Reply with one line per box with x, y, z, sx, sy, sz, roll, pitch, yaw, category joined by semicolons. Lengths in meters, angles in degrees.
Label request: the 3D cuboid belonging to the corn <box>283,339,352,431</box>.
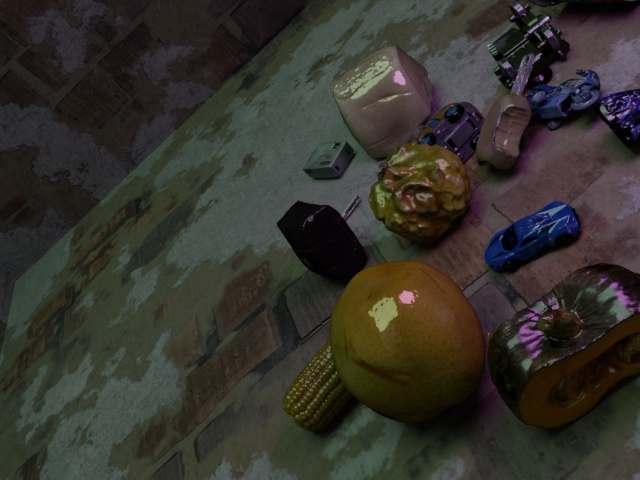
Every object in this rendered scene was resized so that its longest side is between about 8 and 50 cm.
0.057;0.274;1.560;0.344;0.131;0.131;-47;32;-5;corn

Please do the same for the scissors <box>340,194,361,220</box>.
0.059;-0.062;2.026;0.176;0.022;0.085;-52;29;-2;scissors

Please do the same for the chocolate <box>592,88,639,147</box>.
0.747;-0.310;1.420;0.343;0.126;0.148;-30;75;21;chocolate

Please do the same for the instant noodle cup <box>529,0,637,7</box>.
0.706;-0.744;1.774;0.340;0.340;0.266;-48;42;-2;instant noodle cup

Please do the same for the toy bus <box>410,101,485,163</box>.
0.328;-0.267;1.847;0.209;0.126;0.136;-47;23;0;toy bus

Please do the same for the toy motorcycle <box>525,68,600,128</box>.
0.581;-0.346;1.671;0.135;0.092;0.254;-46;21;-17;toy motorcycle

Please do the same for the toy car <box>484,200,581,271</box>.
0.442;-0.010;1.481;0.216;0.063;0.103;-29;36;25;toy car

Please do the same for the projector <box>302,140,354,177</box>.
0.027;-0.258;2.243;0.147;0.061;0.115;4;59;51;projector

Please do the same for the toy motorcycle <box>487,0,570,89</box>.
0.546;-0.520;1.880;0.205;0.127;0.275;-38;40;16;toy motorcycle

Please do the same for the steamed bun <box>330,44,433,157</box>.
0.198;-0.402;2.067;0.290;0.274;0.272;-39;48;19;steamed bun

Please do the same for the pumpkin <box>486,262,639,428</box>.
0.425;0.164;1.159;0.317;0.222;0.139;-37;32;14;pumpkin

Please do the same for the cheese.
0.455;-0.310;1.673;0.163;0.082;0.286;-116;42;-77;cheese

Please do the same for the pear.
0.166;0.196;1.365;0.314;0.314;0.314;-30;35;25;pear

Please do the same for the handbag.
0.000;0.000;1.851;0.155;0.215;0.169;-45;25;-12;handbag

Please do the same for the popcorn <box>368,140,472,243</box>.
0.239;-0.124;1.696;0.249;0.225;0.249;-25;39;22;popcorn
